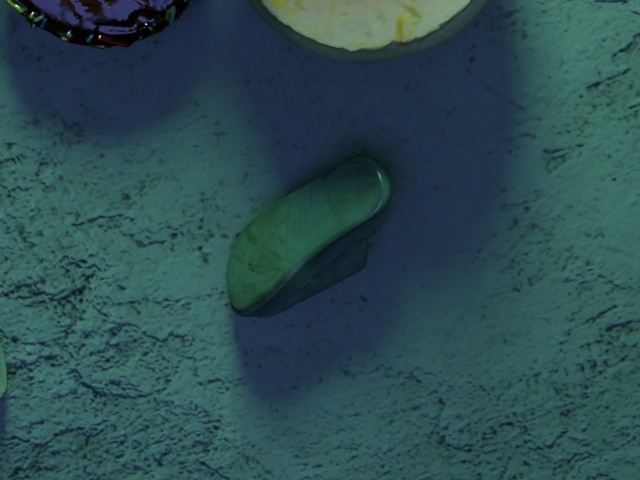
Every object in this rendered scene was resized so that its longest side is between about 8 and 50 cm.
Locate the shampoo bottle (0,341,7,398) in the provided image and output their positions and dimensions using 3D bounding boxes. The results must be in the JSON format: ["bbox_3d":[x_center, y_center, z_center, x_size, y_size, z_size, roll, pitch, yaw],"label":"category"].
[{"bbox_3d":[-0.489,0.152,1.699,0.227,0.056,0.086,-3,110,6],"label":"shampoo bottle"}]

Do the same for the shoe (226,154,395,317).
[{"bbox_3d":[0.000,0.000,1.587,0.100,0.103,0.251,13,137,-46],"label":"shoe"}]

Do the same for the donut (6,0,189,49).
[{"bbox_3d":[-0.225,-0.313,1.480,0.235,0.089,0.235,1,110,4],"label":"donut"}]

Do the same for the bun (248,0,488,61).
[{"bbox_3d":[0.051,-0.327,1.411,0.298,0.165,0.299,2,104,7],"label":"bun"}]
